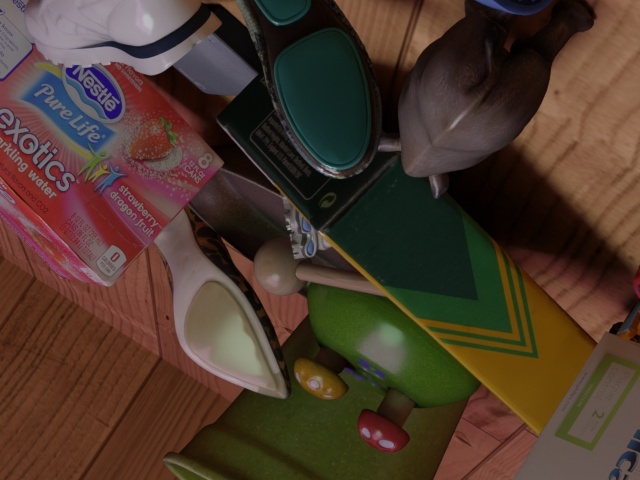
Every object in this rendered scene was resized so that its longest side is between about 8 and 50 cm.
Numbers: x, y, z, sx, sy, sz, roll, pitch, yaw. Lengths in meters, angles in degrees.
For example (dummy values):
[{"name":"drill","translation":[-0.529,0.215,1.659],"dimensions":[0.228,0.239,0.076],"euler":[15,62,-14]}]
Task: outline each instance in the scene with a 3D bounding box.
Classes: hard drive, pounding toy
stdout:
[{"name":"hard drive","translation":[-0.084,-0.146,1.532],"dimensions":[0.094,0.022,0.135],"euler":[40,166,-28]},{"name":"pounding toy","translation":[0.033,0.109,1.780],"dimensions":[0.183,0.110,0.237],"euler":[22,163,39]}]

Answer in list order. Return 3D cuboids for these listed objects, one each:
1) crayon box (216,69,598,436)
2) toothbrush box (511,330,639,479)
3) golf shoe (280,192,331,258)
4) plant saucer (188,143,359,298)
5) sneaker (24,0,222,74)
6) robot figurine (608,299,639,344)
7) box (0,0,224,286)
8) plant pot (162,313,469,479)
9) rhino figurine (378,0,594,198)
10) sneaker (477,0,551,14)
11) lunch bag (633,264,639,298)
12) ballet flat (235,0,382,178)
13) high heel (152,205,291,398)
[{"name":"crayon box","translation":[0.084,0.013,1.458],"dimensions":[0.323,0.083,0.203],"euler":[43,-177,-36]},{"name":"toothbrush box","translation":[0.244,0.229,1.337],"dimensions":[0.122,0.206,0.283],"euler":[21,162,45]},{"name":"golf shoe","translation":[0.005,-0.061,1.586],"dimensions":[0.086,0.069,0.176],"euler":[-11,142,1]},{"name":"plant saucer","translation":[0.000,0.000,1.812],"dimensions":[0.311,0.050,0.310],"euler":[31,168,8]},{"name":"sneaker","translation":[-0.163,-0.187,1.476],"dimensions":[0.235,0.090,0.095],"euler":[8,139,54]},{"name":"robot figurine","translation":[0.295,0.115,1.444],"dimensions":[0.211,0.085,0.291],"euler":[30,167,16]},{"name":"box","translation":[-0.248,-0.118,1.648],"dimensions":[0.300,0.154,0.142],"euler":[46,164,-18]},{"name":"plant pot","translation":[0.023,0.192,2.004],"dimensions":[0.276,0.254,0.276],"euler":[31,168,7]},{"name":"rhino figurine","translation":[0.085,-0.085,1.165],"dimensions":[0.073,0.106,0.243],"euler":[34,167,-1]},{"name":"sneaker","translation":[0.033,-0.202,0.942],"dimensions":[0.232,0.081,0.090],"euler":[49,163,-31]},{"name":"lunch bag","translation":[0.346,0.064,1.093],"dimensions":[0.293,0.120,0.258],"euler":[39,162,-29]},{"name":"ballet flat","translation":[-0.010,-0.123,1.227],"dimensions":[0.070,0.070,0.188],"euler":[115,135,-77]},{"name":"high heel","translation":[-0.096,0.042,1.973],"dimensions":[0.261,0.093,0.186],"euler":[48,-160,5]}]
